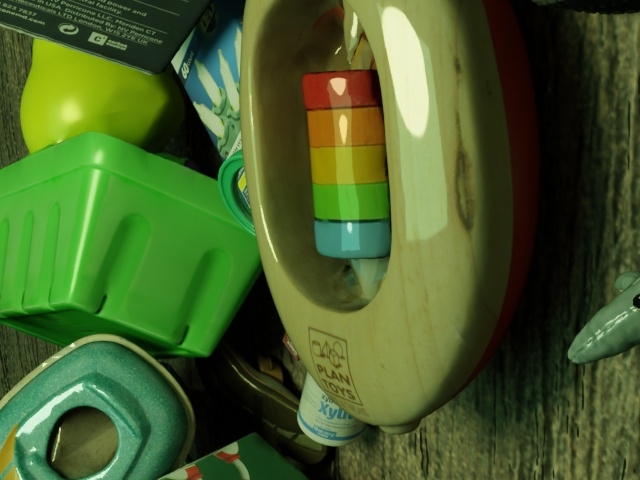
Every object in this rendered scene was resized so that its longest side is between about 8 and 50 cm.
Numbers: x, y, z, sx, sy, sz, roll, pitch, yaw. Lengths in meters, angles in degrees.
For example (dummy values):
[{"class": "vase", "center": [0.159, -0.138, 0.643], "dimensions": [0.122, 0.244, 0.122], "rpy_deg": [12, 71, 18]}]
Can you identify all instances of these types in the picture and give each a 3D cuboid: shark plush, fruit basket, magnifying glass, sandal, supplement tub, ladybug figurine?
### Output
[{"class": "shark plush", "center": [0.238, 0.045, 0.893], "dimensions": [0.161, 0.067, 0.073], "rpy_deg": [-35, 70, 56]}, {"class": "fruit basket", "center": [-0.216, -0.070, 1.423], "dimensions": [0.392, 0.283, 0.392], "rpy_deg": [-40, 37, 39]}, {"class": "magnifying glass", "center": [0.000, 0.000, 1.198], "dimensions": [0.231, 0.026, 0.092], "rpy_deg": [41, 137, 8]}, {"class": "sandal", "center": [-0.060, 0.160, 1.413], "dimensions": [0.219, 0.060, 0.090], "rpy_deg": [29, 131, 33]}, {"class": "supplement tub", "center": [0.020, 0.140, 1.262], "dimensions": [0.071, 0.071, 0.107], "rpy_deg": [47, 137, 40]}, {"class": "ladybug figurine", "center": [0.063, -0.067, 1.044], "dimensions": [0.305, 0.162, 0.449], "rpy_deg": [15, 111, 54]}]

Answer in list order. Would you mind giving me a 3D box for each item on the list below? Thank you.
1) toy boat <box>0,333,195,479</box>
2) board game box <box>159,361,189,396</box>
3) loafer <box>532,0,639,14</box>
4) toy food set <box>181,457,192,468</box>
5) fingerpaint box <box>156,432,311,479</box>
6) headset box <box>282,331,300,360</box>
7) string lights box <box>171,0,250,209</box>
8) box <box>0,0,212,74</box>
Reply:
[{"class": "toy boat", "center": [-0.301, 0.181, 1.294], "dimensions": [0.318, 0.267, 0.148], "rpy_deg": [39, -179, 6]}, {"class": "board game box", "center": [-0.230, 0.316, 1.472], "dimensions": [0.233, 0.078, 0.347], "rpy_deg": [91, -170, -77]}, {"class": "loafer", "center": [0.223, -0.205, 0.844], "dimensions": [0.220, 0.080, 0.078], "rpy_deg": [-15, 77, 53]}, {"class": "toy food set", "center": [-0.162, 0.436, 1.616], "dimensions": [0.306, 0.092, 0.220], "rpy_deg": [46, 135, 42]}, {"class": "fingerpaint box", "center": [-0.035, 0.489, 1.311], "dimensions": [0.371, 0.163, 0.445], "rpy_deg": [36, 129, 33]}, {"class": "headset box", "center": [0.003, 0.080, 1.277], "dimensions": [0.032, 0.062, 0.083], "rpy_deg": [52, 138, 36]}, {"class": "string lights box", "center": [-0.058, -0.146, 1.287], "dimensions": [0.260, 0.076, 0.133], "rpy_deg": [61, 143, 25]}, {"class": "box", "center": [-0.153, -0.387, 1.144], "dimensions": [0.395, 0.212, 0.293], "rpy_deg": [-42, 38, 54]}]
